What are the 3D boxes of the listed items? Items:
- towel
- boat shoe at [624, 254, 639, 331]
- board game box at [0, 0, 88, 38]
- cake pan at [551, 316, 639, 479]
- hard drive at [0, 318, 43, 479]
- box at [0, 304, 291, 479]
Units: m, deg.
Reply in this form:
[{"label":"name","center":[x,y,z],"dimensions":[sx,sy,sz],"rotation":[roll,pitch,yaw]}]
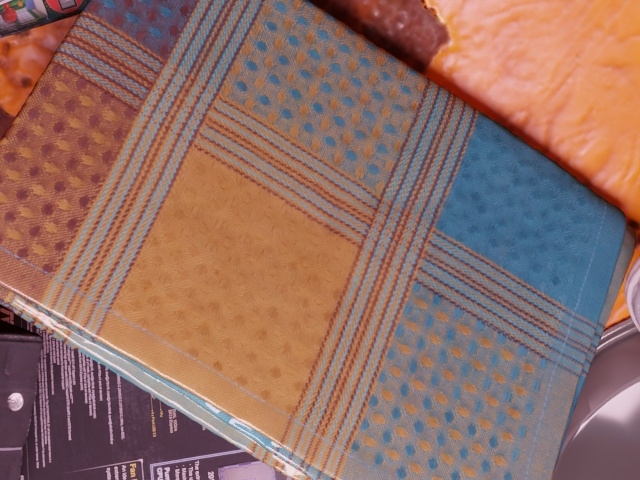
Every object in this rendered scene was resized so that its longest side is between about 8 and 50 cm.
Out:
[{"label":"towel","center":[0.000,0.000,0.847],"dimensions":[0.370,0.040,0.271],"rotation":[32,61,-11]},{"label":"boat shoe","center":[0.320,0.107,0.864],"dimensions":[0.320,0.103,0.118],"rotation":[40,110,-6]},{"label":"board game box","center":[-0.130,-0.214,0.887],"dimensions":[0.260,0.030,0.136],"rotation":[-16,104,7]},{"label":"cake pan","center":[0.269,0.184,0.981],"dimensions":[0.293,0.054,0.293],"rotation":[1,108,2]},{"label":"hard drive","center":[-0.287,0.194,0.891],"dimensions":[0.237,0.064,0.338],"rotation":[16,97,43]},{"label":"box","center":[-0.074,0.166,0.884],"dimensions":[0.243,0.076,0.307],"rotation":[-11,66,4]}]
